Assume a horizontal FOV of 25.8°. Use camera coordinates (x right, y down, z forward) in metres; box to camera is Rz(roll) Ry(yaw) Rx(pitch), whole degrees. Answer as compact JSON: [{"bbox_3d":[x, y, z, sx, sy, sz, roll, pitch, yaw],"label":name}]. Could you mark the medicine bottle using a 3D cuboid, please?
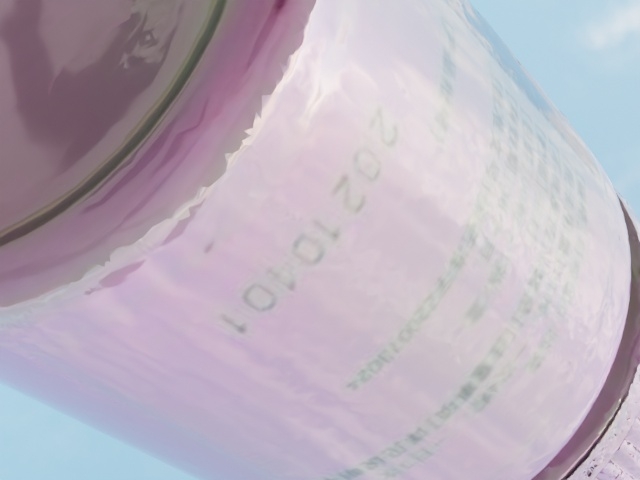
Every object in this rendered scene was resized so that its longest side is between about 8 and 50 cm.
[{"bbox_3d":[0.000,0.000,0.463,0.178,0.290,0.178,-17,-123,29],"label":"medicine bottle"}]
